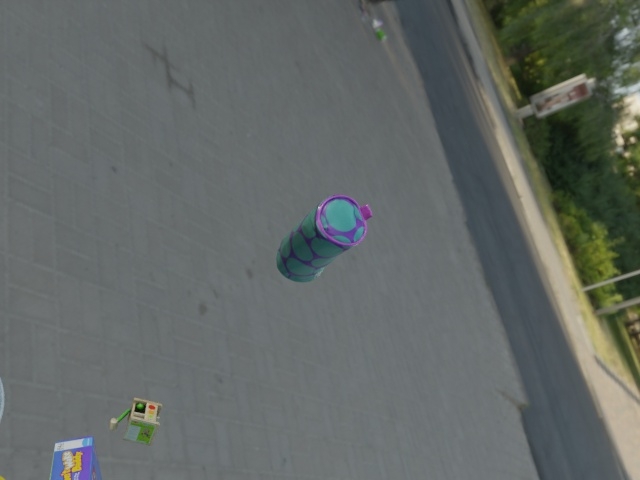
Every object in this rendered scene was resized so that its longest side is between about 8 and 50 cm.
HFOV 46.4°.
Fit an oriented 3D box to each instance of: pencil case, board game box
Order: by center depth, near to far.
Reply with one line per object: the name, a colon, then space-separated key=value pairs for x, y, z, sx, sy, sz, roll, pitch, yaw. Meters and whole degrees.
pencil case: x=0.000 y=0.000 z=0.890 sx=0.070 sy=0.152 sz=0.064 roll=-13 pitch=77 yaw=-26
board game box: x=-0.478 y=0.610 z=1.513 sx=0.233 sy=0.078 sz=0.346 roll=-117 pitch=-157 yaw=-62

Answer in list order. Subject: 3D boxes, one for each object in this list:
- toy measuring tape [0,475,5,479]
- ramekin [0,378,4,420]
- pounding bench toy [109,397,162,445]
toy measuring tape: x=-0.625 y=0.403 z=1.073 sx=0.330 sy=0.121 sz=0.121 roll=-8 pitch=73 yaw=-26
ramekin: x=-0.767 y=0.310 z=1.470 sx=0.277 sy=0.135 sz=0.277 roll=11 pitch=62 yaw=-22
pounding bench toy: x=-0.334 y=0.320 z=1.344 sx=0.083 sy=0.052 sz=0.065 roll=17 pitch=23 yaw=-15
